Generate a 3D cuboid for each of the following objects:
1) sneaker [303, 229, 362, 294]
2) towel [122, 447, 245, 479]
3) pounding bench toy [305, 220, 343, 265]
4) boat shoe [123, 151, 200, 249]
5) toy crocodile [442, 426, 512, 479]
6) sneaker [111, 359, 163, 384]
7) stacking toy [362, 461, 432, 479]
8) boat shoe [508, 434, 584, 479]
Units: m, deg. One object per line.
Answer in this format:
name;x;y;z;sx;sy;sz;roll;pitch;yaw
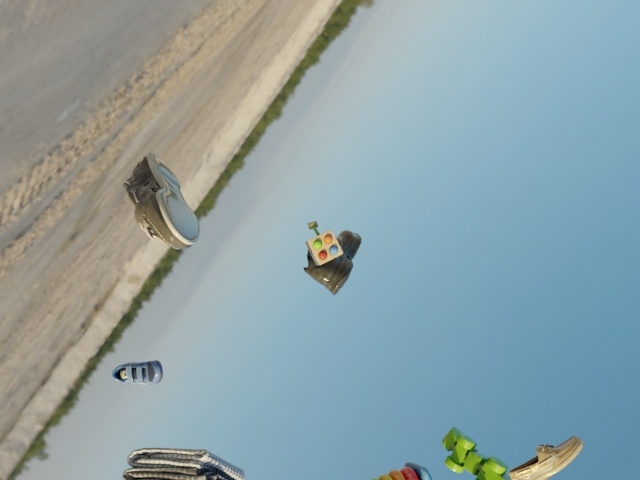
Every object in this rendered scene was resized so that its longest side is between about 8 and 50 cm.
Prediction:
sneaker;0.032;0.032;1.871;0.109;0.130;0.286;-59;-177;25
towel;-0.389;0.687;1.952;0.283;0.235;0.121;-5;-123;22
pounding bench toy;0.000;0.000;1.307;0.052;0.083;0.065;-26;180;-6
boat shoe;-0.308;-0.057;1.282;0.095;0.112;0.335;-42;-145;6
toy crocodile;0.507;0.717;2.161;0.340;0.105;0.115;32;-82;53
sneaker;-0.404;0.294;1.499;0.144;0.059;0.053;-14;-102;38
stacking toy;0.168;0.754;1.983;0.166;0.302;0.175;153;-64;-69
boat shoe;0.463;0.451;1.398;0.170;0.059;0.063;-40;167;5
